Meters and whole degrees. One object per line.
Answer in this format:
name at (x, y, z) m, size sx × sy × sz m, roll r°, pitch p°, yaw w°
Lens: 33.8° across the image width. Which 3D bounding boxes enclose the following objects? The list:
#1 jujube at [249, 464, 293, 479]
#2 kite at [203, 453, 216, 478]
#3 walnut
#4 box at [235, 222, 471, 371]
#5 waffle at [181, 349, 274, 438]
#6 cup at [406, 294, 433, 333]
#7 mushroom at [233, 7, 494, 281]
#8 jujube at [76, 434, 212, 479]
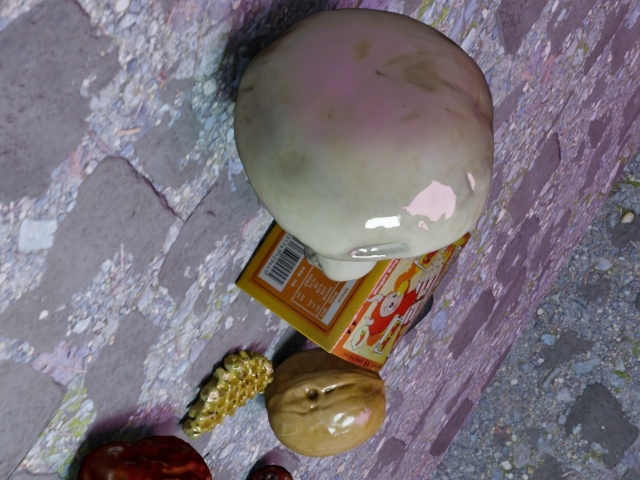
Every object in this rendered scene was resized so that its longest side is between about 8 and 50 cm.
jujube at (-0.094, 0.504, 2.092) m, size 0.104 × 0.104 × 0.166 m, roll -48°, pitch 159°, yaw -24°
kite at (-0.256, 0.465, 1.824) m, size 0.229 × 0.016 × 0.127 m, roll -42°, pitch 148°, yaw -41°
walnut at (0.010, 0.283, 1.877) m, size 0.195 × 0.221 × 0.195 m, roll -16°, pitch 90°, yaw -76°
box at (0.064, 0.031, 1.677) m, size 0.283 × 0.214 × 0.259 m, roll -56°, pitch 155°, yaw 1°
waffle at (-0.146, 0.257, 1.750) m, size 0.160 × 0.046 × 0.192 m, roll -62°, pitch 157°, yaw 1°
cup at (0.095, 0.099, 1.903) m, size 0.176 × 0.169 × 0.223 m, roll -44°, pitch 151°, yaw -13°
mushroom at (0.076, -0.119, 1.336) m, size 0.325 × 0.353 × 0.353 m, roll -33°, pitch 155°, yaw 1°
jujube at (-0.257, 0.358, 1.527) m, size 0.230 × 0.155 × 0.155 m, roll 21°, pitch 99°, yaw -58°
